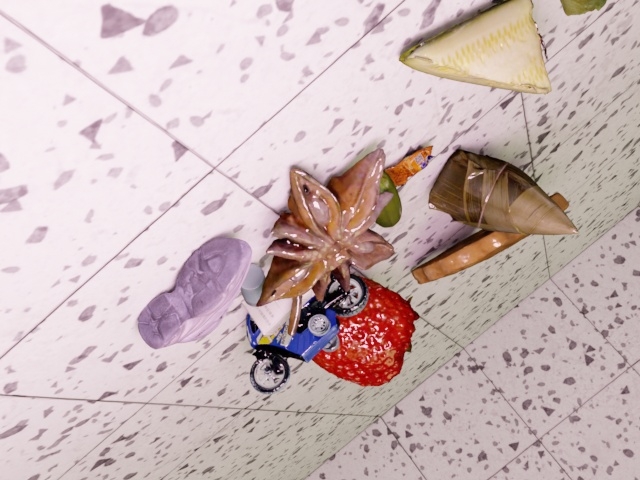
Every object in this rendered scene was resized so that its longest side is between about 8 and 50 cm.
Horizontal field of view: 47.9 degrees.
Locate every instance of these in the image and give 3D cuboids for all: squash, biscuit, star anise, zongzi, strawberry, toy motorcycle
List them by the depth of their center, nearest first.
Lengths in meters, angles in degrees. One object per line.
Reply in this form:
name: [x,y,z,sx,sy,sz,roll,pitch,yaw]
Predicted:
squash: [0.229,-0.258,1.122,0.252,0.093,0.170,-30,112,-20]
star anise: [0.003,0.000,1.233,0.292,0.109,0.350,-23,133,-10]
squash: [0.120,-0.070,1.364,0.066,0.066,0.252,-38,158,0]
toy motorcycle: [-0.044,0.158,1.450,0.315,0.169,0.113,-44,151,-11]
zongzi: [0.423,-0.069,1.508,0.289,0.317,0.154,-3,118,-55]
strawberry: [0.064,0.201,1.604,0.276,0.258,0.257,7,140,-14]
biscuit: [0.421,0.003,1.781,0.365,0.062,0.385,-27,176,-27]

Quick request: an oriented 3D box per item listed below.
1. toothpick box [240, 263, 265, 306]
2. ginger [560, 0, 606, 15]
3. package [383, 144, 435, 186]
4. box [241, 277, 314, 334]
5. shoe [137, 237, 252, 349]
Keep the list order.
toothpick box: [-0.122,0.083,1.314,0.052,0.052,0.083,-33,155,-13]
ginger: [0.402,-0.442,1.069,0.137,0.089,0.290,-26,157,20]
package: [0.168,-0.138,1.352,0.110,0.033,0.077,-34,167,2]
box: [-0.072,0.100,1.378,0.154,0.084,0.040,-44,156,14]
shoe: [-0.182,0.090,1.196,0.245,0.095,0.137,-43,161,21]
